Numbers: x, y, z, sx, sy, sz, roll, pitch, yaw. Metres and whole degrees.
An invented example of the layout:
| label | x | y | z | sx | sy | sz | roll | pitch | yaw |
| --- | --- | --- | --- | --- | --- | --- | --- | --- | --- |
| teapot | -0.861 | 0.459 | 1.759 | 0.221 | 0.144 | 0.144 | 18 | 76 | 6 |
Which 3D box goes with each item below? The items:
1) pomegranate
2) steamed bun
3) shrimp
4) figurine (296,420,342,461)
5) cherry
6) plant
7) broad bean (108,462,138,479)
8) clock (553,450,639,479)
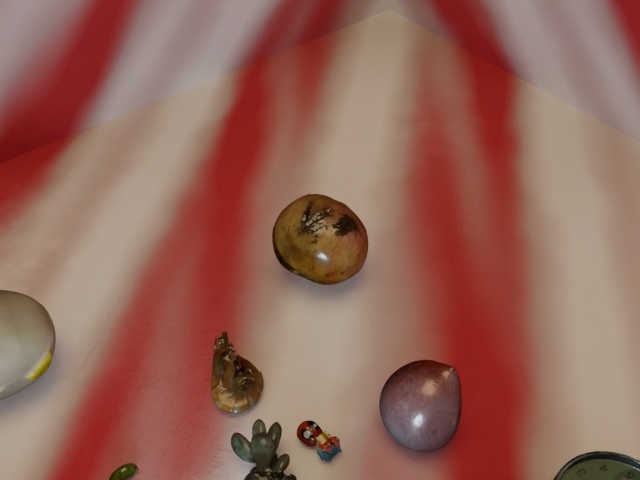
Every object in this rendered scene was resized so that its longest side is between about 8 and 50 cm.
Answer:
| label | x | y | z | sx | sy | sz | roll | pitch | yaw |
| --- | --- | --- | --- | --- | --- | --- | --- | --- | --- |
| pomegranate | 0.000 | 0.000 | 2.207 | 0.322 | 0.322 | 0.322 | -2 | 44 | 2 |
| steamed bun | -0.962 | 0.307 | 1.965 | 0.374 | 0.334 | 0.334 | -20 | 46 | -16 |
| shrimp | -0.247 | 0.380 | 2.003 | 0.152 | 0.063 | 0.287 | -6 | 47 | -4 |
| figurine | -0.007 | 0.531 | 1.822 | 0.068 | 0.075 | 0.140 | -38 | 43 | -28 |
| cherry | 0.262 | 0.425 | 1.791 | 0.206 | 0.239 | 0.239 | -8 | 44 | -7 |
| plant | -0.133 | 0.590 | 1.723 | 0.146 | 0.149 | 0.274 | -2 | 44 | -20 |
| broad bean | -0.526 | 0.667 | 1.741 | 0.070 | 0.048 | 0.214 | 2 | 41 | 8 |
| clock | 0.706 | 0.660 | 1.631 | 0.318 | 0.066 | 0.319 | -3 | 45 | 3 |
